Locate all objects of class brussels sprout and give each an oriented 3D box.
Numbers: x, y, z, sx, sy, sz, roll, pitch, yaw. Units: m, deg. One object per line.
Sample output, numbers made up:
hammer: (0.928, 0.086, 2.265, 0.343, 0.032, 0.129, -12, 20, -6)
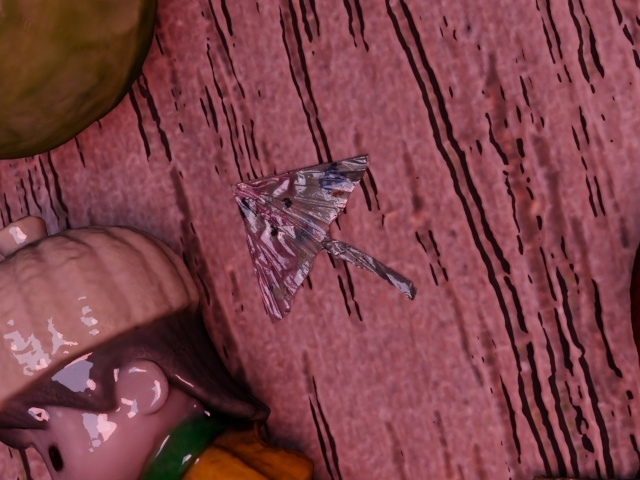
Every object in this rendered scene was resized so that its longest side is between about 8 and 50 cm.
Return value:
brussels sprout: (-0.216, -0.183, 0.697, 0.219, 0.210, 0.272, 12, 81, 36)

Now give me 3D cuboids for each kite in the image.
kite: (0.000, 0.000, 0.739, 0.156, 0.011, 0.139, 29, 100, 14)

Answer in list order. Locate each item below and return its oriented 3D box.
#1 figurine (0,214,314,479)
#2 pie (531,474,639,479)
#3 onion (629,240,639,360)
figurine: (-0.095, 0.123, 0.696, 0.332, 0.185, 0.205, 29, 64, -5)
pie: (0.262, 0.207, 0.627, 0.282, 0.129, 0.068, 4, 134, 17)
onion: (0.297, 0.033, 0.586, 0.248, 0.161, 0.248, 0, 87, 4)
